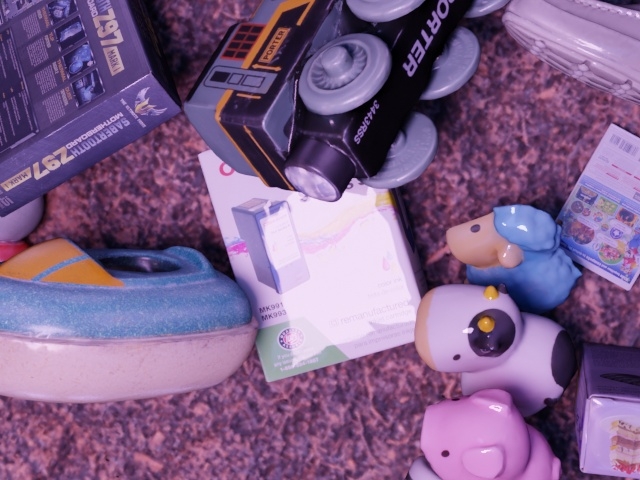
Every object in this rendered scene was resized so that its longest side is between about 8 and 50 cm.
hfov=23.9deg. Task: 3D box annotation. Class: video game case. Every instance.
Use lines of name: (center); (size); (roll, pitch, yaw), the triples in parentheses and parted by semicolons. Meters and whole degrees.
video game case: (0.263, -0.029, 1.327); (0.087, 0.011, 0.122); (29, 97, 5)

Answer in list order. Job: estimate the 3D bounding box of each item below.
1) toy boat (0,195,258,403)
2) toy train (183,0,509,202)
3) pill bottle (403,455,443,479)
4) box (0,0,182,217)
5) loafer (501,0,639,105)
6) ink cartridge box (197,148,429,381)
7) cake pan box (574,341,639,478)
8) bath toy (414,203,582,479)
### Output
toy boat: (-0.219, 0.034, 1.281); (0.268, 0.318, 0.148); (-2, 104, -35)
toy train: (0.031, -0.180, 1.233); (0.190, 0.142, 0.334); (12, 64, 36)
pill bottle: (0.092, 0.305, 1.319); (0.119, 0.119, 0.208); (25, 96, 6)
box: (-0.232, -0.154, 1.299); (0.183, 0.059, 0.232); (-31, 49, 8)
loafer: (0.312, -0.161, 1.268); (0.319, 0.112, 0.111); (19, 90, -1)
ink cartridge box: (0.000, 0.000, 1.326); (0.154, 0.093, 0.212); (-16, 90, 9)
cake pan box: (0.339, 0.142, 1.211); (0.267, 0.246, 0.070); (5, 98, 6)
bath toy: (0.142, 0.150, 1.211); (0.151, 0.129, 0.348); (16, 62, -16)
